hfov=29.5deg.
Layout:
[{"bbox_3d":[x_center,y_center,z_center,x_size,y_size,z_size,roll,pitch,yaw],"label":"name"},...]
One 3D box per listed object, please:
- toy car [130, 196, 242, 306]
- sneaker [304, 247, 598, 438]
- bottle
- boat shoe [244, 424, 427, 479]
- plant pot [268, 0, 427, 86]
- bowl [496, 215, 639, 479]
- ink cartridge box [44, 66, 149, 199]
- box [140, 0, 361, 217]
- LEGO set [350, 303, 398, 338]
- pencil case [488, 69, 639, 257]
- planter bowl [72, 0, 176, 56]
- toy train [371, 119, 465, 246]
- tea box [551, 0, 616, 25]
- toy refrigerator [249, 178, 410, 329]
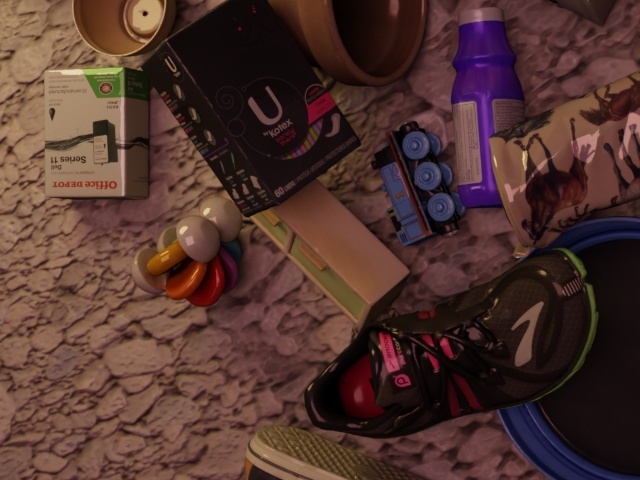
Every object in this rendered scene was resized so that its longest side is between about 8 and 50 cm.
[{"bbox_3d":[-0.185,0.030,1.865,0.159,0.182,0.136,-34,97,33],"label":"toy car"},{"bbox_3d":[0.171,0.167,1.662,0.483,0.202,0.185,-35,69,34],"label":"sneaker"},{"bbox_3d":[0.240,-0.187,1.741,0.092,0.118,0.283,-5,90,34],"label":"bottle"},{"bbox_3d":[0.100,0.432,1.769,0.500,0.187,0.156,21,102,22],"label":"boat shoe"},{"bbox_3d":[-0.006,-0.353,1.772,0.229,0.263,0.263,4,92,35],"label":"plant pot"},{"bbox_3d":[0.415,0.163,1.663,0.391,0.077,0.391,1,92,35],"label":"bowl"},{"bbox_3d":[-0.360,-0.169,1.959,0.153,0.087,0.208,0,91,19],"label":"ink cartridge box"},{"bbox_3d":[-0.098,-0.192,1.706,0.165,0.143,0.270,-38,98,-22],"label":"box"},{"bbox_3d":[0.079,0.127,1.849,0.054,0.023,0.083,44,103,13],"label":"LEGO set"},{"bbox_3d":[0.415,-0.124,1.581,0.410,0.160,0.184,-23,91,10],"label":"pencil case"},{"bbox_3d":[-0.294,-0.365,1.923,0.162,0.109,0.162,0,91,19],"label":"planter bowl"},{"bbox_3d":[0.141,-0.083,1.800,0.105,0.080,0.184,-25,83,23],"label":"toy train"},{"bbox_3d":[0.317,-0.523,1.660,0.323,0.220,0.329,31,100,16],"label":"tea box"},{"bbox_3d":[0.000,0.000,1.816,0.094,0.102,0.269,-39,76,-22],"label":"toy refrigerator"}]
